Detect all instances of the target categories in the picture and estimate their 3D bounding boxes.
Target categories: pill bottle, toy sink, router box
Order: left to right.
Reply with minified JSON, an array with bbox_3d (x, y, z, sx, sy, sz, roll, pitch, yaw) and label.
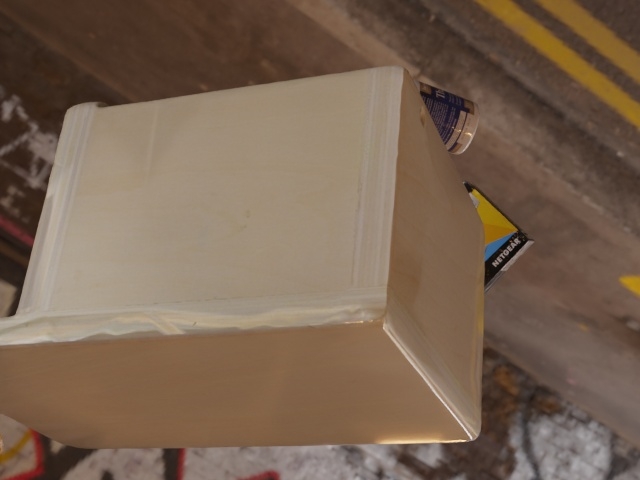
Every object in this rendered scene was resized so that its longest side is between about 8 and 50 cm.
[{"bbox_3d":[-0.051,0.017,0.513,0.234,0.131,0.153,-6,151,21],"label":"toy sink"},{"bbox_3d":[0.120,-0.150,1.232,0.120,0.067,0.067,18,172,-14],"label":"pill bottle"},{"bbox_3d":[0.209,0.020,1.571,0.133,0.179,0.046,46,-164,19],"label":"router box"}]

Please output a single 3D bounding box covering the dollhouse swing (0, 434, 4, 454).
[{"bbox_3d":[-0.166,0.212,0.293,0.305,0.315,0.346,49,152,17],"label":"dollhouse swing"}]
